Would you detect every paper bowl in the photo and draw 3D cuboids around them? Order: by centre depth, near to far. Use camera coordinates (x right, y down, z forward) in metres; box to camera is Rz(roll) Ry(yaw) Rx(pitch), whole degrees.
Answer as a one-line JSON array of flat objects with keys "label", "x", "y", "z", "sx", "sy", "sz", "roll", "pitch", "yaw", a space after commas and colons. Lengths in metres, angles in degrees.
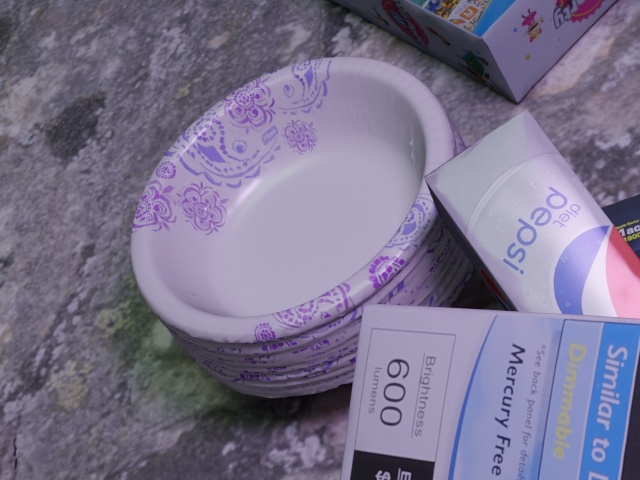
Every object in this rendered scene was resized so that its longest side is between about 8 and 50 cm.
[{"label": "paper bowl", "x": 0.000, "y": 0.000, "z": 1.421, "sx": 0.284, "sy": 0.148, "sz": 0.284, "roll": -17, "pitch": 46, "yaw": 18}]

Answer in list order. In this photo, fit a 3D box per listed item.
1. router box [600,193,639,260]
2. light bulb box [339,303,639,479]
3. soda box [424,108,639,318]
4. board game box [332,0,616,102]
[{"label": "router box", "x": 0.257, "y": 0.008, "z": 1.335, "sx": 0.122, "sy": 0.038, "sz": 0.092, "roll": -20, "pitch": 45, "yaw": 16}, {"label": "light bulb box", "x": 0.199, "y": 0.226, "z": 0.914, "sx": 0.361, "sy": 0.225, "sz": 0.358, "roll": 0, "pitch": 81, "yaw": 47}, {"label": "soda box", "x": 0.189, "y": 0.054, "z": 1.208, "sx": 0.091, "sy": 0.098, "sz": 0.286, "roll": -34, "pitch": 72, "yaw": -1}, {"label": "board game box", "x": 0.144, "y": -0.282, "z": 1.613, "sx": 0.224, "sy": 0.097, "sz": 0.303, "roll": -45, "pitch": 45, "yaw": -10}]
